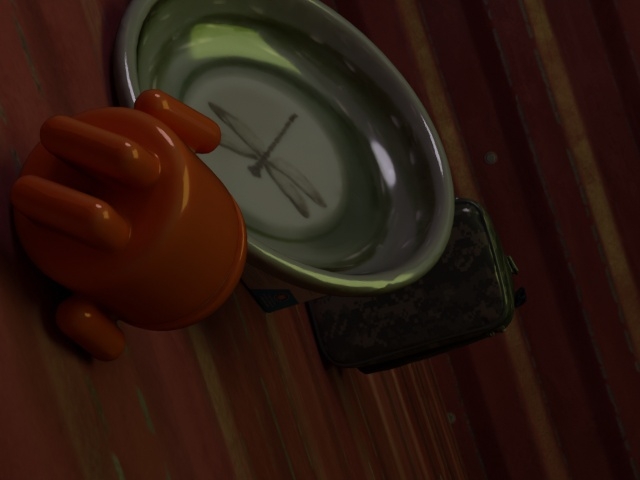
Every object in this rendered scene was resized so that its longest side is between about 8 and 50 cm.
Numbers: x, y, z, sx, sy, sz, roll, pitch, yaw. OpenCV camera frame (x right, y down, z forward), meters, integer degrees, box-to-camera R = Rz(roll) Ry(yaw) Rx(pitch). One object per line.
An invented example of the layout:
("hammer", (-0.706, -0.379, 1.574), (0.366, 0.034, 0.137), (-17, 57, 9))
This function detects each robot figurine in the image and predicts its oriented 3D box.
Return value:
("robot figurine", (-0.123, -0.012, 0.807), (0.219, 0.128, 0.158), (52, 21, -67))

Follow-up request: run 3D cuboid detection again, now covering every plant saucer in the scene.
("plant saucer", (-0.045, -0.100, 1.203), (0.400, 0.100, 0.401), (23, 46, -26))

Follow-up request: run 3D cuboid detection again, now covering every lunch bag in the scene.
("lunch bag", (0.145, 0.072, 1.776), (0.256, 0.305, 0.213), (22, 51, -78))

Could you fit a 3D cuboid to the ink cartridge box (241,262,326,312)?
("ink cartridge box", (0.000, 0.000, 1.365), (0.140, 0.190, 0.082), (60, 14, -58))
